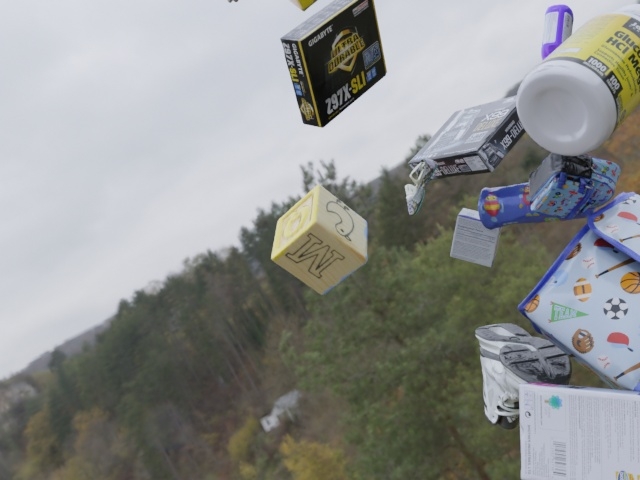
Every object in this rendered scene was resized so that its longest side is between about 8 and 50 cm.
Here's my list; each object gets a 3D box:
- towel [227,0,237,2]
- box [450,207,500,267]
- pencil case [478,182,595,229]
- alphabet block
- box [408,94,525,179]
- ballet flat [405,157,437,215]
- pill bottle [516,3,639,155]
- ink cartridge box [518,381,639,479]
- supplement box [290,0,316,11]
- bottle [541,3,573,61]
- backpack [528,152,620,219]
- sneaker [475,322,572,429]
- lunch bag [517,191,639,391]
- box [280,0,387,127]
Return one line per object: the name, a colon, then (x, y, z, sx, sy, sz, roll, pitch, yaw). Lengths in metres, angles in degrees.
towel: (-0.250, -0.727, 1.753, 0.049, 0.187, 0.282, -36, -17, -26)
box: (0.454, -0.009, 2.103, 0.126, 0.137, 0.072, 16, 28, 19)
pencil case: (0.573, -0.099, 1.925, 0.306, 0.119, 0.133, -7, -19, 28)
alphabet block: (0.000, 0.000, 2.052, 0.193, 0.197, 0.192, -40, 27, 29)
box: (0.418, -0.278, 1.994, 0.242, 0.076, 0.307, -48, 20, -19)
ballet flat: (0.177, -0.102, 1.335, 0.041, 0.041, 0.114, 134, 161, -76)
pill bottle: (0.538, -0.321, 1.392, 0.334, 0.188, 0.188, -42, 3, -30)
ink cartridge box: (0.522, 0.367, 1.332, 0.311, 0.186, 0.065, -3, -5, 40)
supplement box: (-0.059, -0.633, 1.442, 0.194, 0.195, 0.356, -36, 38, 0)
bottle: (0.821, -0.672, 2.527, 0.092, 0.283, 0.118, 3, -11, 33)
backpack: (0.565, -0.119, 1.598, 0.173, 0.117, 0.158, 14, -29, -7)
sneaker: (0.536, 0.390, 1.894, 0.169, 0.257, 0.447, -8, 8, -4)
lunch bag: (0.680, 0.110, 1.553, 0.385, 0.328, 0.239, -49, -38, 1)
box: (0.045, -0.496, 1.967, 0.079, 0.257, 0.322, 18, 48, 35)
